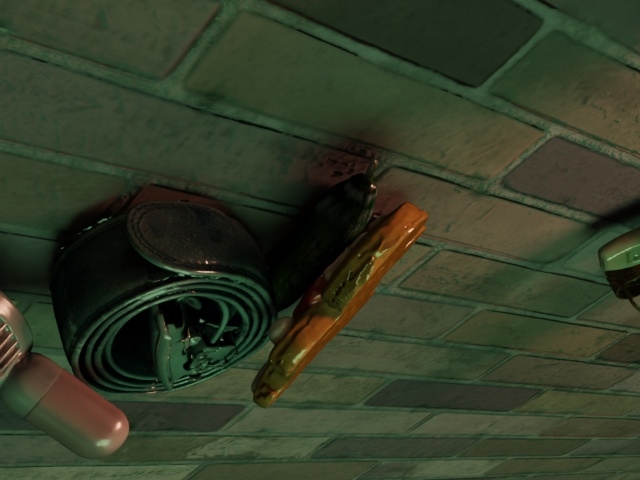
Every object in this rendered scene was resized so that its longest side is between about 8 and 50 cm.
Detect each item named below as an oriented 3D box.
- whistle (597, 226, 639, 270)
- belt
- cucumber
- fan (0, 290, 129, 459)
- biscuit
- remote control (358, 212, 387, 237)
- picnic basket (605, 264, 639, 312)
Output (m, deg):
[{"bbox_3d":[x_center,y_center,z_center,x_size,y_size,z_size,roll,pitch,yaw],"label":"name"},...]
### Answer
[{"bbox_3d":[0.459,-0.022,1.066,0.253,0.106,0.102,-20,108,3],"label":"whistle"},{"bbox_3d":[-0.147,0.062,0.841,0.206,0.116,0.267,-20,153,-5],"label":"belt"},{"bbox_3d":[0.000,0.000,0.887,0.056,0.056,0.250,4,144,-33],"label":"cucumber"},{"bbox_3d":[-0.276,0.111,0.780,0.244,0.074,0.130,39,138,-12],"label":"fan"},{"bbox_3d":[0.018,0.051,0.876,0.216,0.047,0.340,-46,173,-23],"label":"biscuit"},{"bbox_3d":[0.068,-0.012,0.944,0.039,0.014,0.096,-37,146,30],"label":"remote control"},{"bbox_3d":[0.436,0.067,1.203,0.072,0.083,0.072,-13,149,-8],"label":"picnic basket"}]
